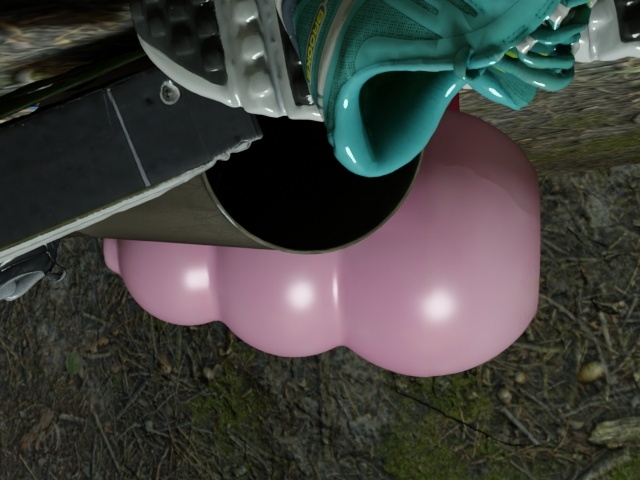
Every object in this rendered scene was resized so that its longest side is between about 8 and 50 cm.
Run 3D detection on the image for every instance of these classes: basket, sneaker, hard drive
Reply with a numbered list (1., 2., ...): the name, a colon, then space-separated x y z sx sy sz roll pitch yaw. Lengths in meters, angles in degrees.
1. basket: -0.078 -0.067 1.215 0.204 0.154 0.227 -15 -170 -43
2. sneaker: 0.059 -0.117 0.834 0.292 0.110 0.118 -5 -173 3
3. sneaker: 0.079 -0.107 0.661 0.107 0.110 0.275 0 161 -31
4. hard drive: -0.218 -0.008 0.942 0.339 0.064 0.237 -23 -173 -18
5. sneaker: -0.418 0.000 2.089 0.268 0.153 0.101 -6 178 16

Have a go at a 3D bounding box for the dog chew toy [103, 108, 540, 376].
1. dog chew toy: 0.000 0.000 1.380 0.332 0.206 0.206 1 178 3

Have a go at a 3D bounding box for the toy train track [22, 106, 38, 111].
1. toy train track: -0.237 -0.106 1.518 0.083 0.014 0.048 -4 177 -23

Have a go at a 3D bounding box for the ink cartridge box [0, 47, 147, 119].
1. ink cartridge box: -0.230 -0.092 0.942 0.255 0.097 0.189 -28 -168 -35

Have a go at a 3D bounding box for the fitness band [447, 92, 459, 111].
1. fitness band: -0.001 -0.113 1.481 0.209 0.054 0.291 -9 178 21
